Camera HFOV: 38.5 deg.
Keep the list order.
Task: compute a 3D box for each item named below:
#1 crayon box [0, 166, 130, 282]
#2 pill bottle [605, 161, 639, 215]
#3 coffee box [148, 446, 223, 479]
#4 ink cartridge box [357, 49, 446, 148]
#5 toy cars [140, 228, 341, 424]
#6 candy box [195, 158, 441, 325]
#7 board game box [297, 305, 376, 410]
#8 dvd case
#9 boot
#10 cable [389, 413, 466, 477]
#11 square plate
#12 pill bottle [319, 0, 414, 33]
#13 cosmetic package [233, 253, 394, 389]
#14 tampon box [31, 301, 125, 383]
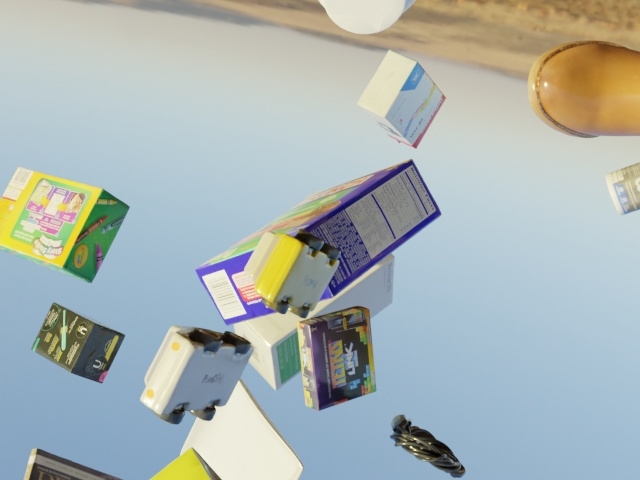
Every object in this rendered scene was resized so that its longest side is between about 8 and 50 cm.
[{"bbox_3d":[-0.513,-0.034,1.760,0.279,0.165,0.081,15,165,37],"label":"crayon box"},{"bbox_3d":[0.564,-0.100,1.556,0.137,0.078,0.078,-20,179,23],"label":"pill bottle"},{"bbox_3d":[-0.217,0.638,1.562,0.338,0.334,0.338,-37,-145,-9],"label":"coffee box"},{"bbox_3d":[0.183,-0.286,1.936,0.078,0.134,0.231,31,180,31],"label":"ink cartridge box"},{"bbox_3d":[-0.096,0.083,1.073,0.087,0.176,0.394,28,-139,17],"label":"toy cars"},{"bbox_3d":[0.000,0.000,1.509,0.268,0.122,0.317,-18,-169,44],"label":"candy box"},{"bbox_3d":[0.033,0.222,1.745,0.141,0.170,0.048,-14,-167,-33],"label":"board game box"},{"bbox_3d":[-0.365,0.426,1.298,0.018,0.221,0.165,-22,138,37],"label":"dvd case"},{"bbox_3d":[0.373,-0.138,0.908,0.284,0.109,0.220,12,-176,-23],"label":"boot"},{"bbox_3d":[0.191,0.375,1.629,0.151,0.047,0.184,38,180,-3],"label":"cable"},{"bbox_3d":[-0.189,0.527,2.201,0.049,0.344,0.347,-4,-139,-43],"label":"square plate"},{"bbox_3d":[0.077,-0.468,1.460,0.182,0.181,0.322,11,-135,-6],"label":"pill bottle"},{"bbox_3d":[-0.013,0.144,2.091,0.366,0.197,0.155,-34,-123,-21],"label":"cosmetic package"},{"bbox_3d":[-0.539,0.227,2.038,0.161,0.120,0.101,18,170,39],"label":"tampon box"}]
